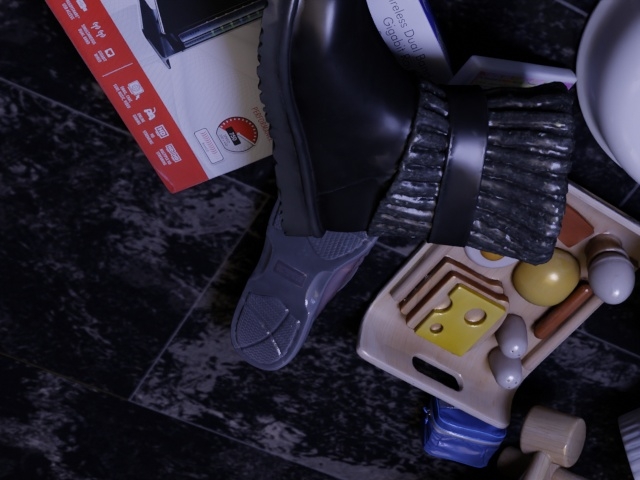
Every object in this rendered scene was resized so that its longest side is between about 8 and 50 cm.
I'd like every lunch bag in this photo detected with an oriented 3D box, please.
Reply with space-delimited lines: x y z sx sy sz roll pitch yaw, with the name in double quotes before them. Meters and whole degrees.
"lunch bag" 0.162 0.210 1.726 0.098 0.067 0.065 15 125 -14

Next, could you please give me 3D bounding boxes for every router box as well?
"router box" -0.079 -0.236 1.349 0.301 0.082 0.335 -21 127 13

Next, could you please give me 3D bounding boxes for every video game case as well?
"video game case" 0.156 -0.118 1.445 0.157 0.019 0.143 0 140 -46

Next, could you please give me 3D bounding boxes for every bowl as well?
"bowl" 0.389 -0.131 1.397 0.297 0.134 0.298 4 126 5

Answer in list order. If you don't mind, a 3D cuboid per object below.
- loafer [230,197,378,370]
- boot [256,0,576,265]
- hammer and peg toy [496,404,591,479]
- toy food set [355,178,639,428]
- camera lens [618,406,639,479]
"loafer" 0.000 0.000 1.553 0.109 0.095 0.302 35 119 8
"boot" 0.091 -0.125 1.288 0.260 0.131 0.348 5 140 10
"hammer and peg toy" 0.213 0.362 1.732 0.127 0.266 0.361 20 138 32
"toy food set" 0.211 0.063 1.596 0.219 0.092 0.306 28 121 -23
"camera lens" 0.498 0.252 1.683 0.274 0.219 0.219 -19 127 12
